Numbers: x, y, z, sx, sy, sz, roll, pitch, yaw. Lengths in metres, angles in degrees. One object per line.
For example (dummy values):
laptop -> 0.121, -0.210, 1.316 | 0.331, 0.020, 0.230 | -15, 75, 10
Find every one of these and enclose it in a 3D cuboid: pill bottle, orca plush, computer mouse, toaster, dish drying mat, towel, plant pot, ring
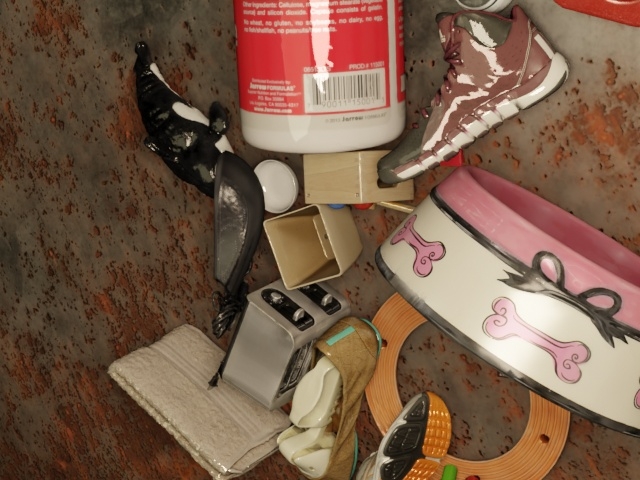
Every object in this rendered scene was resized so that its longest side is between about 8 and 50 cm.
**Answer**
pill bottle -> -0.004, -0.333, 1.635 | 0.229, 0.229, 0.407 | 8, 108, 34
orca plush -> -0.232, -0.179, 1.925 | 0.151, 0.102, 0.287 | -26, 88, 38
computer mouse -> -0.120, -0.002, 1.862 | 0.072, 0.188, 0.272 | 2, 107, 3
toaster -> -0.058, 0.154, 1.858 | 0.110, 0.168, 0.185 | 34, 120, 22
dish drying mat -> 0.162, -0.121, 1.719 | 0.083, 0.008, 0.032 | 7, 108, 33
towel -> -0.185, 0.254, 1.969 | 0.282, 0.187, 0.049 | 40, 127, 19
plant pot -> 0.000, 0.000, 1.815 | 0.109, 0.096, 0.109 | -18, 92, 38
ring -> 0.207, 0.211, 1.772 | 0.336, 0.032, 0.336 | 11, 109, 32

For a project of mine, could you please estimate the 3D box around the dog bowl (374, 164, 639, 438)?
dog bowl -> 0.274, 0.057, 1.466 | 0.408, 0.408, 0.150 | 35, 104, 23

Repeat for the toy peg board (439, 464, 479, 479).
toy peg board -> 0.221, 0.404, 1.774 | 0.161, 0.079, 0.161 | 15, 132, 5

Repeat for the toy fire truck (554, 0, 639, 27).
toy fire truck -> 0.381, -0.370, 1.405 | 0.254, 0.169, 0.302 | 40, 126, -3

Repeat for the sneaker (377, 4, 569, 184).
sneaker -> 0.164, -0.203, 1.583 | 0.281, 0.106, 0.162 | -33, 97, 10

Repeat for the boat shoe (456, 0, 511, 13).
boat shoe -> 0.195, -0.446, 1.527 | 0.121, 0.119, 0.335 | 14, 112, 32

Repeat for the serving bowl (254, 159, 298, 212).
serving bowl -> -0.065, -0.085, 1.880 | 0.083, 0.027, 0.083 | 11, 109, 33

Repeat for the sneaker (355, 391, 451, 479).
sneaker -> 0.101, 0.329, 1.806 | 0.262, 0.099, 0.121 | -67, 22, 12

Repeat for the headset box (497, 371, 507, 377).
headset box -> 0.271, 0.145, 1.666 | 0.062, 0.032, 0.083 | 6, 108, 34

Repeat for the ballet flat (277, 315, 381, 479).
ballet flat -> 0.001, 0.267, 1.853 | 0.116, 0.124, 0.342 | 40, 131, 32

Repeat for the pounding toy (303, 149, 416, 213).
pounding toy -> 0.072, -0.075, 1.730 | 0.130, 0.141, 0.100 | 2, 95, 45
